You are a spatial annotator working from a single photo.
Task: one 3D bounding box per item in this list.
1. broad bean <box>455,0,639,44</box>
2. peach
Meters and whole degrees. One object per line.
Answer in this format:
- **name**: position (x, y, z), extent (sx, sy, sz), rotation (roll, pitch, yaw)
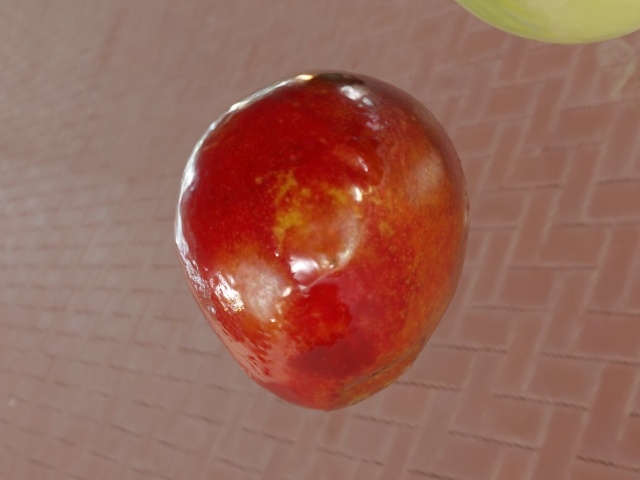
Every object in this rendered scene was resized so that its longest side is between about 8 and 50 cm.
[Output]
- **broad bean**: position (0.131, -0.222, 0.594), extent (0.291, 0.119, 0.238), rotation (-36, 72, 59)
- **peach**: position (0.000, 0.000, 0.832), extent (0.243, 0.200, 0.243), rotation (6, -90, -82)
